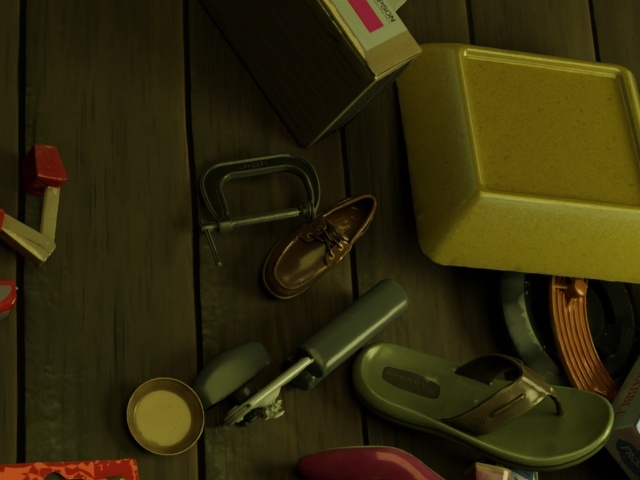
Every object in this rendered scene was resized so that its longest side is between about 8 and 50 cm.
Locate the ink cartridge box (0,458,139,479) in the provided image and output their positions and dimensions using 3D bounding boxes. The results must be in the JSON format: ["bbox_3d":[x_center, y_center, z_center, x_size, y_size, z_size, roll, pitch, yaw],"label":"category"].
[{"bbox_3d":[-0.243,0.324,1.662,0.189,0.066,0.232,2,71,-28],"label":"ink cartridge box"}]

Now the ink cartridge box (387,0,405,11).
[{"bbox_3d":[0.080,-0.422,2.101,0.115,0.198,0.273,21,59,-19],"label":"ink cartridge box"}]

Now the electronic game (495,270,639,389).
[{"bbox_3d":[0.304,0.090,2.074,0.229,0.048,0.229,15,62,-31],"label":"electronic game"}]

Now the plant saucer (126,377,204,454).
[{"bbox_3d":[-0.164,0.186,1.787,0.083,0.015,0.083,6,70,-17],"label":"plant saucer"}]

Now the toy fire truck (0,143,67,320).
[{"bbox_3d":[-0.326,-0.006,1.775,0.135,0.047,0.192,0,68,-30],"label":"toy fire truck"}]

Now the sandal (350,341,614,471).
[{"bbox_3d":[0.185,0.175,1.903,0.303,0.086,0.120,14,45,-4],"label":"sandal"}]

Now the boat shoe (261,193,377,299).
[{"bbox_3d":[0.000,0.000,1.943,0.064,0.060,0.178,49,54,0],"label":"boat shoe"}]

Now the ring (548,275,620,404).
[{"bbox_3d":[0.407,0.102,2.093,0.337,0.032,0.336,16,64,-35],"label":"ring"}]

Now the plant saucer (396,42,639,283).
[{"bbox_3d":[0.271,-0.114,2.064,0.333,0.081,0.332,6,52,-15],"label":"plant saucer"}]

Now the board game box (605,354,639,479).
[{"bbox_3d":[0.503,0.229,2.061,0.318,0.066,0.318,51,53,-18],"label":"board game box"}]

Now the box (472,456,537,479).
[{"bbox_3d":[0.209,0.324,1.909,0.059,0.054,0.169,13,61,-23],"label":"box"}]

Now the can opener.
[{"bbox_3d":[-0.016,0.118,1.870,0.280,0.074,0.093,-31,84,-36],"label":"can opener"}]

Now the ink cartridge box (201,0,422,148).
[{"bbox_3d":[-0.017,-0.253,1.972,0.088,0.193,0.234,-31,85,-35],"label":"ink cartridge box"}]

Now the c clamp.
[{"bbox_3d":[-0.069,-0.040,1.928,0.161,0.022,0.137,-15,57,-20],"label":"c clamp"}]

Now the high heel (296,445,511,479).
[{"bbox_3d":[0.092,0.291,1.833,0.244,0.082,0.117,11,64,-14],"label":"high heel"}]
